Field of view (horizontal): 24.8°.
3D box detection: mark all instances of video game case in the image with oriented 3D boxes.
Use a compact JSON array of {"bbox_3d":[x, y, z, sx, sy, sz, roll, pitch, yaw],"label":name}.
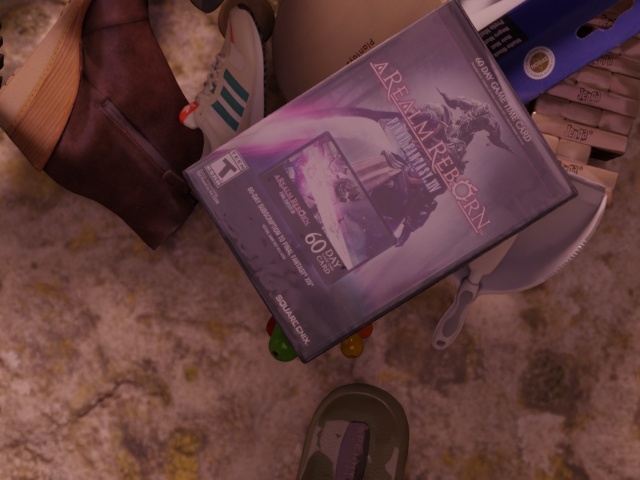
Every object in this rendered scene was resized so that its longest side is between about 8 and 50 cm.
[{"bbox_3d":[0.049,-0.049,1.227,0.274,0.026,0.196,-32,92,9],"label":"video game case"}]

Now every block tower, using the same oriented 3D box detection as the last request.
[{"bbox_3d":[0.253,-0.181,1.310,0.097,0.091,0.335,15,89,1],"label":"block tower"}]

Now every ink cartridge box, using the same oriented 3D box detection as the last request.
[{"bbox_3d":[0.207,-0.263,1.254,0.223,0.045,0.224,-32,63,25],"label":"ink cartridge box"}]

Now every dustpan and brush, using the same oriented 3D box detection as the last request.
[{"bbox_3d":[0.145,0.017,1.291,0.147,0.211,0.060,21,45,-4],"label":"dustpan and brush"}]

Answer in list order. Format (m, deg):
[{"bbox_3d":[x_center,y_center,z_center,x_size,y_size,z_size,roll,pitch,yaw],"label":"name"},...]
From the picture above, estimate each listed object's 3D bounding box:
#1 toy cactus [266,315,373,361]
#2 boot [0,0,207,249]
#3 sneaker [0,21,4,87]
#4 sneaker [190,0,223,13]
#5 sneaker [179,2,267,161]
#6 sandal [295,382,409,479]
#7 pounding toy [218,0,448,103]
[{"bbox_3d":[0.000,0.000,1.320,0.180,0.112,0.219,32,92,21],"label":"toy cactus"},{"bbox_3d":[-0.157,-0.143,1.338,0.207,0.090,0.248,38,87,-11],"label":"boot"},{"bbox_3d":[-0.365,-0.200,1.285,0.146,0.134,0.343,10,107,9],"label":"sneaker"},{"bbox_3d":[-0.035,-0.312,1.285,0.111,0.121,0.300,39,56,13],"label":"sneaker"},{"bbox_3d":[-0.087,-0.127,1.286,0.075,0.057,0.161,-3,109,-9],"label":"sneaker"},{"bbox_3d":[0.013,0.279,1.304,0.120,0.086,0.303,5,89,2],"label":"sandal"},{"bbox_3d":[0.038,-0.169,1.323,0.237,0.110,0.183,-11,99,29],"label":"pounding toy"}]
